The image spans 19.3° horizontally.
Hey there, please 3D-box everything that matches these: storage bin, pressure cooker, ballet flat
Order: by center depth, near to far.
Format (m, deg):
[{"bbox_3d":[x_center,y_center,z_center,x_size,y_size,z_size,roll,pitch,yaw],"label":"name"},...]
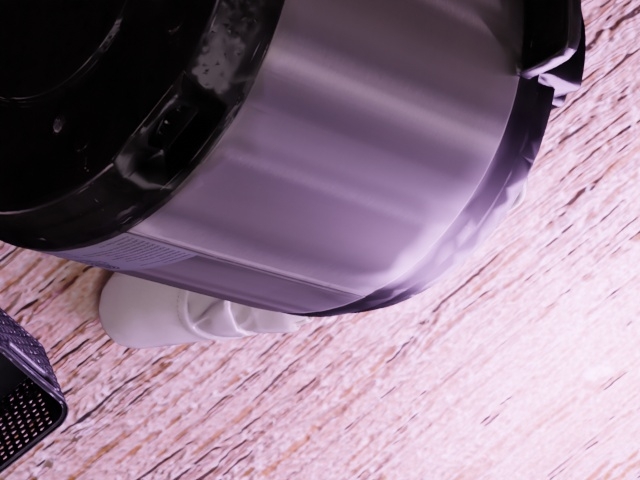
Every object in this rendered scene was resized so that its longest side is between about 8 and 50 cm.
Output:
[{"bbox_3d":[-0.046,-0.134,1.325,0.420,0.370,0.375,17,109,-46],"label":"pressure cooker"},{"bbox_3d":[-0.320,0.144,1.596,0.180,0.084,0.122,-38,131,5],"label":"storage bin"},{"bbox_3d":[0.000,0.000,1.613,0.400,0.139,0.139,-27,131,-5],"label":"ballet flat"}]
